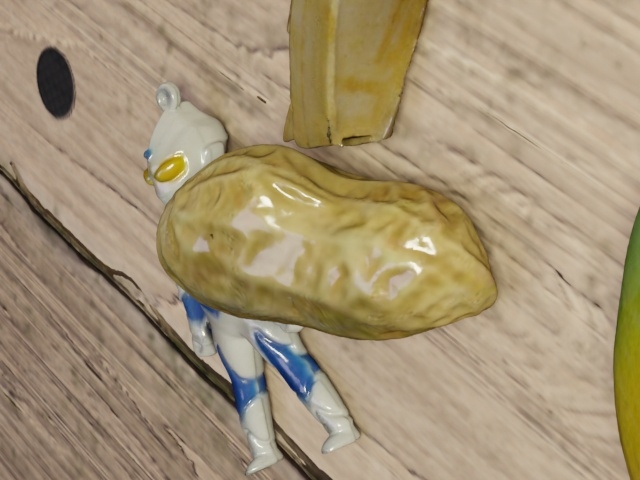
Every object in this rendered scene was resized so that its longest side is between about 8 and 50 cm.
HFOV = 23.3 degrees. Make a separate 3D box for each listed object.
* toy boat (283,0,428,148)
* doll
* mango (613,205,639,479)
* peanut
[{"bbox_3d":[0.013,-0.135,0.740,0.072,0.064,0.206,50,138,49],"label":"toy boat"},{"bbox_3d":[-0.055,0.020,0.880,0.114,0.057,0.227,-24,84,56],"label":"doll"},{"bbox_3d":[0.169,0.057,0.590,0.130,0.092,0.195,-31,68,53],"label":"mango"},{"bbox_3d":[0.000,0.000,0.768,0.194,0.083,0.093,6,115,35],"label":"peanut"}]
